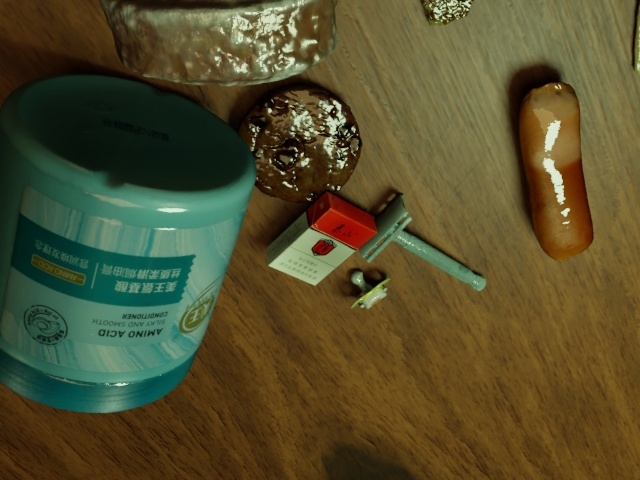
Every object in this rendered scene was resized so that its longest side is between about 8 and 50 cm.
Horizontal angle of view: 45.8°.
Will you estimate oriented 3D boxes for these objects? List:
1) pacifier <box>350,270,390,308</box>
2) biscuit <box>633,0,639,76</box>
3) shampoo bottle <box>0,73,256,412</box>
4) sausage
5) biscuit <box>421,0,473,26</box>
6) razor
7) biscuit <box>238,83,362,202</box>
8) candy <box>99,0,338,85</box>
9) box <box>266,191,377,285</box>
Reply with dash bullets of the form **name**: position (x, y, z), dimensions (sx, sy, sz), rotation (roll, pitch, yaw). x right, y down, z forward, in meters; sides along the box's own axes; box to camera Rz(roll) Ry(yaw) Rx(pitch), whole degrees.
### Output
- **pacifier**: position (0.076, 0.078, 1.269), dimensions (0.083, 0.068, 0.064), rotation (-37, 84, 1)
- **biscuit**: position (0.472, -0.290, 1.048), dimensions (0.071, 0.018, 0.147), rotation (-7, 123, 4)
- **shampoo bottle**: position (-0.286, -0.006, 1.031), dimensions (0.331, 0.331, 0.343), rotation (16, 120, -12)
- **sausage**: position (0.350, -0.100, 1.135), dimensions (0.089, 0.083, 0.300), rotation (-11, 121, 13)
- **biscuit**: position (0.170, -0.398, 0.963), dimensions (0.131, 0.026, 0.237), rotation (-17, 122, 11)
- **razor**: position (0.179, 0.024, 1.232), dimensions (0.232, 0.068, 0.106), rotation (30, 119, -27)
- **biscuit**: position (-0.030, -0.137, 1.117), dimensions (0.192, 0.049, 0.192), rotation (-3, 127, -5)
- **candy**: position (-0.118, -0.278, 0.922), dimensions (0.289, 0.214, 0.157), rotation (-2, 129, 0)
- **box**: position (0.000, 0.000, 1.191), dimensions (0.100, 0.048, 0.152), rotation (24, 130, -36)
